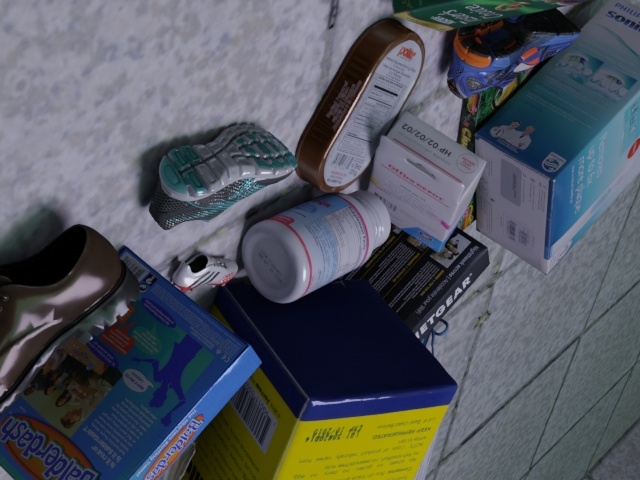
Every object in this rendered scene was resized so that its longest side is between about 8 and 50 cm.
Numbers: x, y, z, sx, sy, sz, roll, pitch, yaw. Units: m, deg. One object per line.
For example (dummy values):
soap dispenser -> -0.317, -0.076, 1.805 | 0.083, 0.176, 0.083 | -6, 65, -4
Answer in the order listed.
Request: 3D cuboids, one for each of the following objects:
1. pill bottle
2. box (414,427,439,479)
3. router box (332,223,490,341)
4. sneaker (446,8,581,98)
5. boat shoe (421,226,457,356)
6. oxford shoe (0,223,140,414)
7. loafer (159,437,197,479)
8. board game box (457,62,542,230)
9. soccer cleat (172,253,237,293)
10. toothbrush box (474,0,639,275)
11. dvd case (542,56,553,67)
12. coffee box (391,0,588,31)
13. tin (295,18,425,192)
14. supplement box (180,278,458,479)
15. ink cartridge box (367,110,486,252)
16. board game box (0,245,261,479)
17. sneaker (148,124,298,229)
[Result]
pill bottle -> 0.000, 0.000, 1.207 | 0.160, 0.087, 0.087 | -26, 142, -45
box -> 0.040, 0.246, 1.458 | 0.119, 0.181, 0.182 | -33, 147, -35
router box -> 0.093, 0.045, 1.363 | 0.179, 0.133, 0.046 | -46, 152, -16
sneaker -> 0.216, -0.223, 1.332 | 0.221, 0.083, 0.087 | -22, 153, -39
boat shoe -> 0.131, 0.081, 1.503 | 0.089, 0.109, 0.258 | -22, 142, -52
oxford shoe -> -0.255, 0.069, 0.898 | 0.227, 0.082, 0.096 | -44, 133, -21
loafer -> -0.153, 0.193, 1.174 | 0.087, 0.094, 0.251 | -5, 126, -52
board game box -> 0.223, -0.135, 1.487 | 0.136, 0.030, 0.260 | -37, 149, -28
soccer cleat -> -0.109, 0.027, 1.126 | 0.083, 0.029, 0.036 | -14, 138, -47
toothbrush box -> 0.338, -0.136, 1.502 | 0.295, 0.126, 0.216 | -45, 152, -21
dvd case -> 0.365, -0.215, 1.624 | 0.238, 0.029, 0.179 | -29, 143, -43
coffee box -> 0.173, -0.243, 1.116 | 0.113, 0.184, 0.041 | -2, 86, -60
tin -> 0.043, -0.134, 1.180 | 0.190, 0.040, 0.106 | -60, 157, 12
supplement box -> -0.038, 0.240, 1.256 | 0.194, 0.195, 0.357 | 0, 123, -36
ink cartridge box -> 0.112, -0.068, 1.239 | 0.062, 0.104, 0.181 | -54, 170, -19
board game box -> -0.179, 0.130, 0.984 | 0.210, 0.160, 0.047 | -47, 153, -13
sneaker -> -0.092, -0.054, 1.040 | 0.166, 0.065, 0.076 | -18, 153, -46
